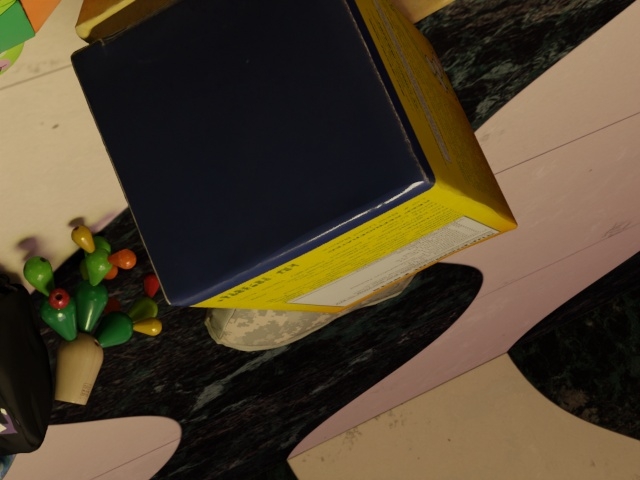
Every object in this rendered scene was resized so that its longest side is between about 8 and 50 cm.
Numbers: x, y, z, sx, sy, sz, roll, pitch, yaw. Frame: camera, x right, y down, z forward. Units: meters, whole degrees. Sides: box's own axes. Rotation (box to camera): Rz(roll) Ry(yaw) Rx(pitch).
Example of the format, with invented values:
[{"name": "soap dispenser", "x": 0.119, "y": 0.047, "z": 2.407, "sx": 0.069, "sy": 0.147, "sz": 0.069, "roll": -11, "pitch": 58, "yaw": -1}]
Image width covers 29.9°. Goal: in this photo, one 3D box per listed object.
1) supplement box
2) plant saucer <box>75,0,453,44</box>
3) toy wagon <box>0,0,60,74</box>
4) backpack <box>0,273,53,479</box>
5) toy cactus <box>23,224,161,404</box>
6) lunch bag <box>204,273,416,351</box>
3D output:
[{"name": "supplement box", "x": 0.001, "y": -0.069, "z": 0.930, "sx": 0.194, "sy": 0.195, "sz": 0.356, "roll": -26, "pitch": 168, "yaw": 14}, {"name": "plant saucer", "x": 0.017, "y": -0.234, "z": 0.900, "sx": 0.332, "sy": 0.081, "sz": 0.332, "roll": -27, "pitch": 168, "yaw": 18}, {"name": "toy wagon", "x": -0.252, "y": -0.174, "z": 0.753, "sx": 0.267, "sy": 0.068, "sz": 0.344, "roll": -27, "pitch": 161, "yaw": -7}, {"name": "backpack", "x": -0.448, "y": 0.206, "z": 1.189, "sx": 0.355, "sy": 0.274, "sz": 0.290, "roll": -15, "pitch": -171, "yaw": -5}, {"name": "toy cactus", "x": -0.240, "y": 0.086, "z": 1.288, "sx": 0.112, "sy": 0.181, "sz": 0.219, "roll": 6, "pitch": 169, "yaw": 18}, {"name": "lunch bag", "x": 0.000, "y": 0.000, "z": 1.422, "sx": 0.287, "sy": 0.169, "sz": 0.235, "roll": -23, "pitch": 161, "yaw": -34}]
